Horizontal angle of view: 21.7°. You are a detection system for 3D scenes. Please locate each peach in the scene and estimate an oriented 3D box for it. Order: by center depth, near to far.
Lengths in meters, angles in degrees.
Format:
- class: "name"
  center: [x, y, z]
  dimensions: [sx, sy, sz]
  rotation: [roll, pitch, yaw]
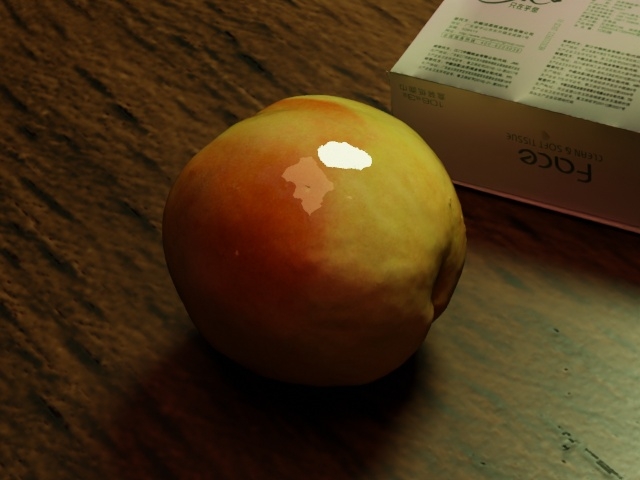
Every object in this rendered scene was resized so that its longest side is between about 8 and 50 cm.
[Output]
- class: "peach"
  center: [0.000, 0.000, 1.005]
  dimensions: [0.184, 0.184, 0.184]
  rotation: [-6, 43, 5]

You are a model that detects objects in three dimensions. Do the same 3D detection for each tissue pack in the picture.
- class: "tissue pack"
  center: [0.190, -0.096, 1.123]
  dimensions: [0.246, 0.092, 0.148]
  rotation: [16, 50, 26]
